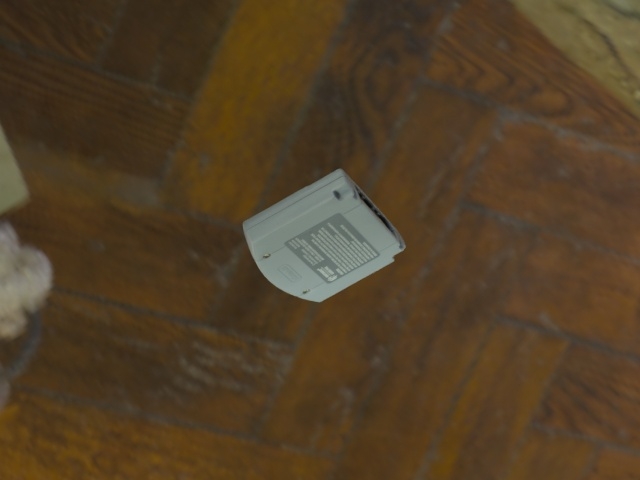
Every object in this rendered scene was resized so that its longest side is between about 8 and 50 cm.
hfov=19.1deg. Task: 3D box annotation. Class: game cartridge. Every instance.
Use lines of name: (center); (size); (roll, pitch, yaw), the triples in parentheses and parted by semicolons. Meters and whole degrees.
game cartridge: (0.000, 0.000, 0.817); (0.056, 0.017, 0.083); (-32, 153, 6)
